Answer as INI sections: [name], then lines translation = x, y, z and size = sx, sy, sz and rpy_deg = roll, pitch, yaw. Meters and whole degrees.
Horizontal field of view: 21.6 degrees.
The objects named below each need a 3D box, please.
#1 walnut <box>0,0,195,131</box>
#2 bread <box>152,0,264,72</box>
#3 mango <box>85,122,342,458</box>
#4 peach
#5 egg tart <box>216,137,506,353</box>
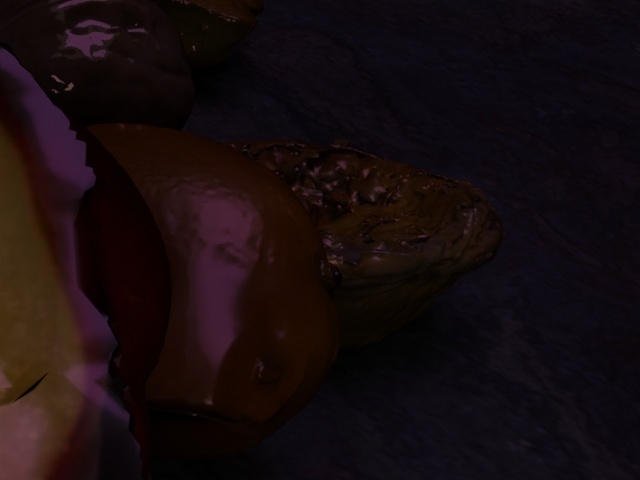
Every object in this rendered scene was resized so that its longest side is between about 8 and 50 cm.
[walnut]
translation = -0.160, -0.111, 1.129
size = 0.162, 0.140, 0.140
rpy_deg = -8, 33, -32
[bread]
translation = -0.134, -0.199, 1.424
size = 0.160, 0.088, 0.233
rpy_deg = 22, 19, -5
[mango]
translation = -0.104, 0.023, 0.846
size = 0.236, 0.166, 0.136
rpy_deg = 4, -26, 15
[peach]
translation = -0.223, 0.050, 0.621
size = 0.361, 0.201, 0.258
rpy_deg = 7, 66, 1
[egg tart]
translation = 0.000, 0.000, 1.056
size = 0.231, 0.098, 0.252
rpy_deg = 11, 18, -2
